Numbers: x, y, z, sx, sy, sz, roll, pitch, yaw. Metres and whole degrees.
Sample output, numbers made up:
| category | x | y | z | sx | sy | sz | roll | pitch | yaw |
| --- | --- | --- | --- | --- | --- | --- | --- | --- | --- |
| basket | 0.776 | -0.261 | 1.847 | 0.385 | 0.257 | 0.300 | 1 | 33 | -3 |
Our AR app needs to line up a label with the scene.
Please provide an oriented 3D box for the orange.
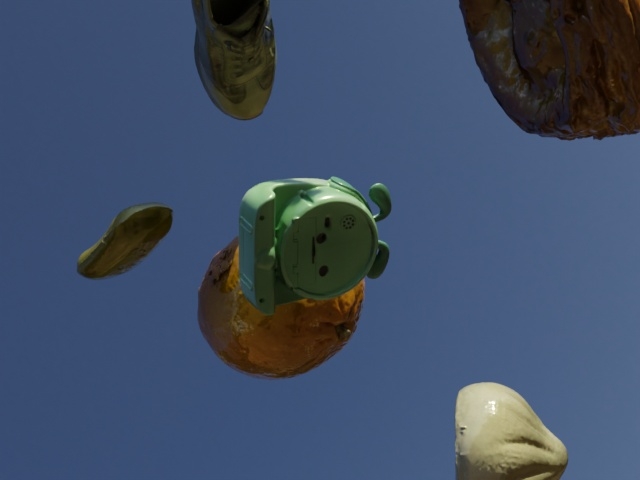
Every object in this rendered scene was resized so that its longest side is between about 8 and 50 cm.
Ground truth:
| category | x | y | z | sx | sy | sz | roll | pitch | yaw |
| --- | --- | --- | --- | --- | --- | --- | --- | --- | --- |
| orange | -0.046 | 0.074 | 1.614 | 0.219 | 0.193 | 0.219 | -22 | -36 | -17 |

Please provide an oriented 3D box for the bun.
| category | x | y | z | sx | sy | sz | roll | pitch | yaw |
| --- | --- | --- | --- | --- | --- | --- | --- | --- | --- |
| bun | 0.170 | 0.191 | 1.131 | 0.138 | 0.094 | 0.138 | -8 | -90 | -75 |

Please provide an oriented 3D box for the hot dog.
| category | x | y | z | sx | sy | sz | roll | pitch | yaw |
| --- | --- | --- | --- | --- | --- | --- | --- | --- | --- |
| hot dog | 0.174 | -0.200 | 0.935 | 0.114 | 0.175 | 0.258 | -8 | -89 | -22 |

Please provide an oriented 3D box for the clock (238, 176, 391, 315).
| category | x | y | z | sx | sy | sz | roll | pitch | yaw |
| --- | --- | --- | --- | --- | --- | --- | --- | --- | --- |
| clock | 0.000 | 0.000 | 1.464 | 0.189 | 0.060 | 0.148 | -11 | -67 | -22 |

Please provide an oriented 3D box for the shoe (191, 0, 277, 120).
| category | x | y | z | sx | sy | sz | roll | pitch | yaw |
| --- | --- | --- | --- | --- | --- | --- | --- | --- | --- |
| shoe | -0.100 | -0.253 | 1.491 | 0.103 | 0.098 | 0.274 | -25 | -49 | -12 |

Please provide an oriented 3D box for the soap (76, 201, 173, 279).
| category | x | y | z | sx | sy | sz | roll | pitch | yaw |
| --- | --- | --- | --- | --- | --- | --- | --- | --- | --- |
| soap | -0.227 | 0.004 | 1.496 | 0.089 | 0.045 | 0.140 | -19 | -18 | -50 |
